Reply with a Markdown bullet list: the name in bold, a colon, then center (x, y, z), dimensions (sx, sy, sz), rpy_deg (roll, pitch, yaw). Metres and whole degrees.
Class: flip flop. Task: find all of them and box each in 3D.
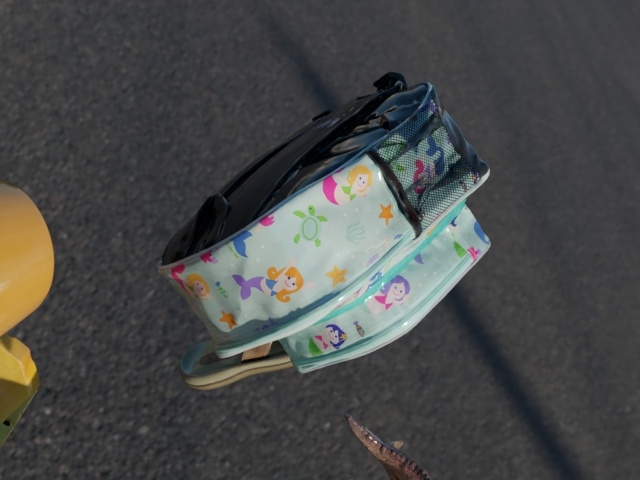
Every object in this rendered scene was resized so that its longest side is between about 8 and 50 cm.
- **flip flop**: center (-0.077, 0.120, 1.647), dimensions (0.112, 0.277, 0.080), rpy_deg (-82, 148, -58)

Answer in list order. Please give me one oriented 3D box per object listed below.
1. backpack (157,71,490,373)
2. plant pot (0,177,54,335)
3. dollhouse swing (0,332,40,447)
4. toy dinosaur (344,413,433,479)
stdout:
- **backpack**: center (0.000, 0.000, 1.014), dimensions (0.253, 0.225, 0.191), rpy_deg (-34, 98, -41)
- **plant pot**: center (-0.327, 0.027, 0.980), dimensions (0.205, 0.205, 0.188), rpy_deg (52, 33, 10)
- **dollhouse swing**: center (-0.533, 0.118, 1.685), dimensions (0.347, 0.305, 0.315), rpy_deg (41, 21, -10)
- **toy dinosaur**: center (0.091, 0.320, 1.228), dimensions (0.127, 0.296, 0.200), rpy_deg (-9, 17, -27)
